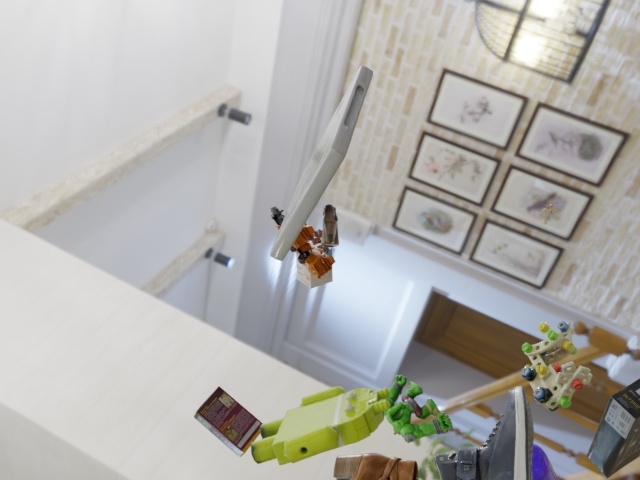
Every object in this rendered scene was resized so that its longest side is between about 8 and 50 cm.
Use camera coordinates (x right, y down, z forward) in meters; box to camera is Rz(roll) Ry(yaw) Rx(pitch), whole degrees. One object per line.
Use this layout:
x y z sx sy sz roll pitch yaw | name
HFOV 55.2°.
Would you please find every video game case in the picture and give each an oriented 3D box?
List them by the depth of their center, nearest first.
0.002 -0.157 1.266 0.329 0.036 0.300 -56 11 45 | video game case

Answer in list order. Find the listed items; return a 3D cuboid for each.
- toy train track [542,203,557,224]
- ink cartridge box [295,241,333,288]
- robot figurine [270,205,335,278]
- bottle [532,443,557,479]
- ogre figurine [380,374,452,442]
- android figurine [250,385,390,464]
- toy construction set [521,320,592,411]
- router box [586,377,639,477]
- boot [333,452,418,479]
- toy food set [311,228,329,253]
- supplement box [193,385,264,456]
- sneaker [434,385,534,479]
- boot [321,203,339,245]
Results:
0.770 -0.091 2.069 0.083 0.048 0.014 -62 -40 -23 | toy train track
-0.020 0.086 2.028 0.090 0.092 0.143 -16 -63 -30 | ink cartridge box
-0.052 -0.003 1.685 0.085 0.211 0.291 -35 20 -2 | robot figurine
0.469 0.536 1.374 0.283 0.118 0.092 51 -153 -48 | bottle
0.214 0.414 1.491 0.118 0.197 0.097 -28 -33 -19 | ogre figurine
0.006 0.345 1.164 0.248 0.272 0.056 -38 -73 -80 | android figurine
0.731 0.392 1.885 0.215 0.151 0.328 -45 9 17 | toy construction set
0.847 0.467 1.612 0.243 0.081 0.309 -24 -45 -18 | router box
0.138 0.683 1.542 0.109 0.220 0.283 62 -149 -49 | boot
0.000 0.000 1.863 0.019 0.078 0.122 -43 16 30 | toy food set
-0.271 0.539 1.821 0.104 0.188 0.081 -48 -6 -32 | supplement box
0.284 0.354 1.062 0.086 0.163 0.226 60 -145 -38 | sneaker
0.023 -0.034 1.384 0.118 0.042 0.087 107 163 -81 | boot
